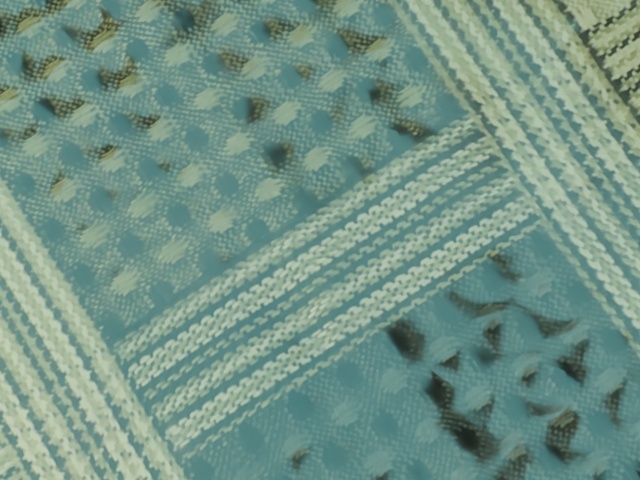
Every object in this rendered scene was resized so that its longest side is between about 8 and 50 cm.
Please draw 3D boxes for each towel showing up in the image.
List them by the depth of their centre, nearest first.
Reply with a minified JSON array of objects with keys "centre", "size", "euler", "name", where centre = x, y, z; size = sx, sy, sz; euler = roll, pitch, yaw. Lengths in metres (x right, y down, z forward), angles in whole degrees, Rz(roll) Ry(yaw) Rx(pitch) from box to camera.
[{"centre":[0.000,0.000,0.572],"size":[0.312,0.056,0.324],"euler":[-33,77,-3],"name":"towel"}]
